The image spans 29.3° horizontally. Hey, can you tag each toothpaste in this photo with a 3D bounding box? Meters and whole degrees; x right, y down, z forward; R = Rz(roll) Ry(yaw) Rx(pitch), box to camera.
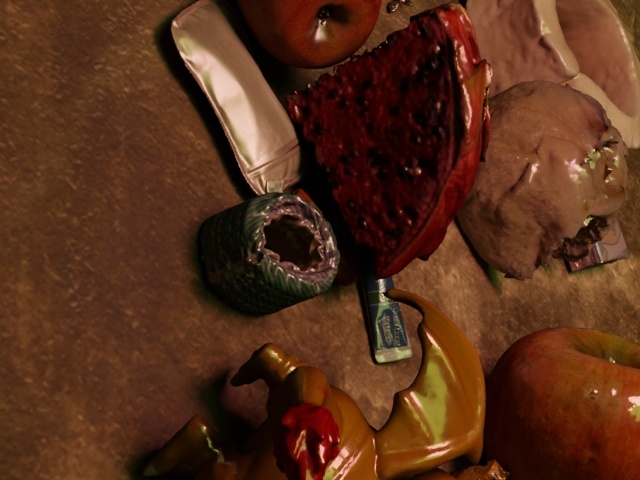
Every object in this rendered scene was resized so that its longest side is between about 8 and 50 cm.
[{"bbox_3d":[0.067,0.047,1.452,0.057,0.034,0.197,-5,78,-37],"label":"toothpaste"}]

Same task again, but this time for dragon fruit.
[{"bbox_3d":[0.090,-0.149,1.459,0.240,0.302,0.330,29,13,0],"label":"dragon fruit"}]

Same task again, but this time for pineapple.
[{"bbox_3d":[0.162,0.305,1.430,0.114,0.114,0.077,-24,55,-38],"label":"pineapple"}]

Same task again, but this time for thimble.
[{"bbox_3d":[-0.051,0.011,1.271,0.135,0.090,0.118,17,57,-45],"label":"thimble"}]

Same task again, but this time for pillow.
[{"bbox_3d":[-0.087,-0.157,1.354,0.233,0.038,0.130,60,38,-10],"label":"pillow"}]

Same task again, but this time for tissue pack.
[{"bbox_3d":[0.415,-0.033,1.911,0.115,0.065,0.155,-7,77,-55],"label":"tissue pack"}]

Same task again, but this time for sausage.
[{"bbox_3d":[0.000,0.000,1.385,0.131,0.039,0.041,52,32,-23],"label":"sausage"}]

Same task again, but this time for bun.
[{"bbox_3d":[0.320,-0.097,1.704,0.281,0.204,0.282,29,49,-40],"label":"bun"}]

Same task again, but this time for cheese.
[{"bbox_3d":[0.369,-0.276,1.900,0.332,0.153,0.292,26,53,-41],"label":"cheese"}]

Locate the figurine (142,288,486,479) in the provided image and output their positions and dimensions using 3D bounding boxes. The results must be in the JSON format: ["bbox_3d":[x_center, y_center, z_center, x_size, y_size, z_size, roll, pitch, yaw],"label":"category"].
[{"bbox_3d":[0.039,0.278,1.106,0.387,0.268,0.401,49,28,-4],"label":"figurine"}]

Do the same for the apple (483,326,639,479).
[{"bbox_3d":[0.335,0.247,1.503,0.309,0.277,0.250,10,105,-32],"label":"apple"}]

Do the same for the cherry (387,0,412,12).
[{"bbox_3d":[0.075,-0.419,1.662,0.226,0.090,0.107,71,23,-11],"label":"cherry"}]

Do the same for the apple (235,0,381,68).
[{"bbox_3d":[-0.014,-0.296,1.395,0.181,0.181,0.168,33,23,-39],"label":"apple"}]
